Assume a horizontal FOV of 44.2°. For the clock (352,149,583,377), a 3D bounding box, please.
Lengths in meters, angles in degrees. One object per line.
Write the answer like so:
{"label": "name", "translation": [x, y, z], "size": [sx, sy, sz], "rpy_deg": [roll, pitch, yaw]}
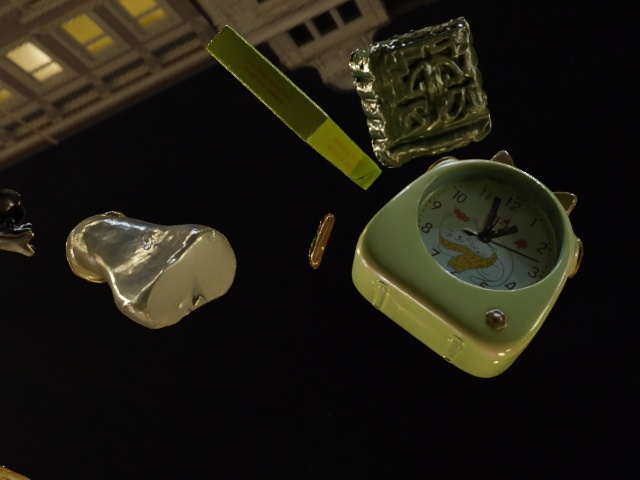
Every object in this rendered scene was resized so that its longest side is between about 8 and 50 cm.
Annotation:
{"label": "clock", "translation": [0.245, 0.010, 1.206], "size": [0.286, 0.117, 0.348], "rpy_deg": [37, -119, 17]}

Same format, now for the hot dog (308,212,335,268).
{"label": "hot dog", "translation": [0.000, 0.000, 1.121], "size": [0.021, 0.037, 0.083], "rpy_deg": [20, -84, -3]}

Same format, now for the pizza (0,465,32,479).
{"label": "pizza", "translation": [-0.371, 0.247, 0.803], "size": [0.198, 0.188, 0.062], "rpy_deg": [13, -113, 31]}

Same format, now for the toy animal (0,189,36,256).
{"label": "toy animal", "translation": [-0.596, -0.063, 1.460], "size": [0.210, 0.121, 0.117], "rpy_deg": [-129, -135, -53]}

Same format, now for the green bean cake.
{"label": "green bean cake", "translation": [0.200, -0.286, 1.552], "size": [0.241, 0.132, 0.255], "rpy_deg": [-18, -77, -18]}

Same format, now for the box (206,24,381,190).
{"label": "box", "translation": [-0.022, -0.173, 1.103], "size": [0.187, 0.335, 0.047], "rpy_deg": [44, -83, 16]}

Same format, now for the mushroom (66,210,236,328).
{"label": "mushroom", "translation": [-0.245, 0.027, 1.043], "size": [0.328, 0.159, 0.122], "rpy_deg": [13, -76, 48]}
